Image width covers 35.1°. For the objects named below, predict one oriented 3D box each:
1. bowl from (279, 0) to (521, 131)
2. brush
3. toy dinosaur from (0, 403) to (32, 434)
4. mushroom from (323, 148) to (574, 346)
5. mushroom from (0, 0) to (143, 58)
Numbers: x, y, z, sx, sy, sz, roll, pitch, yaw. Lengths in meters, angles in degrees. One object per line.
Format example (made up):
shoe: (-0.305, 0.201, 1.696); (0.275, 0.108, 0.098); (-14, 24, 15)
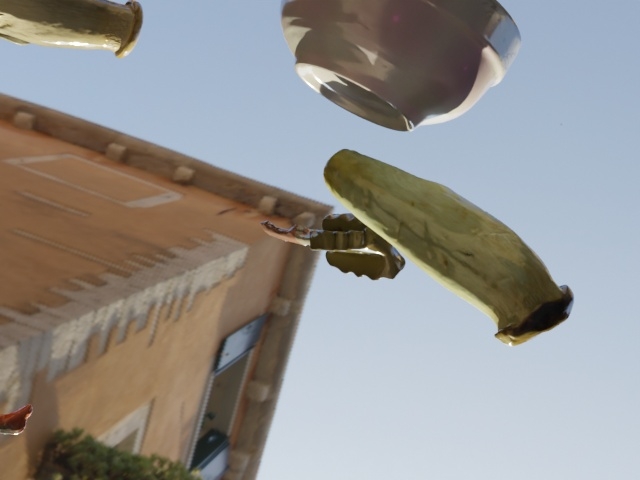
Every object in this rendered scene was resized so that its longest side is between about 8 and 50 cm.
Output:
bowl: (0.070, -0.225, 1.165); (0.286, 0.287, 0.144); (28, -94, 9)
brush: (0.000, 0.000, 1.402); (0.071, 0.301, 0.084); (-45, -61, -23)
toy dinosaur: (-0.273, 0.013, 0.612); (0.279, 0.055, 0.101); (40, -98, -16)
mushroom: (0.145, -0.005, 1.164); (0.333, 0.107, 0.087); (41, -36, 27)
mushroom: (-0.364, -0.305, 1.360); (0.246, 0.108, 0.096); (10, -93, -14)
